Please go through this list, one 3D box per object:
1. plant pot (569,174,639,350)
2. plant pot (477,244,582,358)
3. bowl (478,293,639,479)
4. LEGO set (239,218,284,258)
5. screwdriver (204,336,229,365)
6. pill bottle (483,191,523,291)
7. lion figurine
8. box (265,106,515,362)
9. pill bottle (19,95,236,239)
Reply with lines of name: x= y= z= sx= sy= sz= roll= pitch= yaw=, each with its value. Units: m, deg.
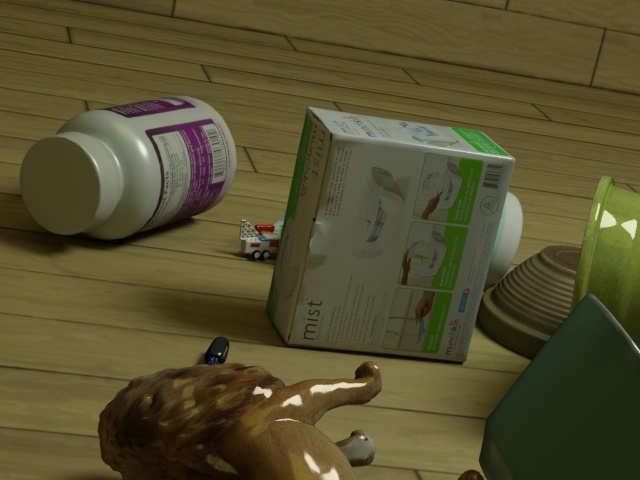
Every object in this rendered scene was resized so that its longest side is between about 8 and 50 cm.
plant pot: x=0.419 y=0.079 z=1.829 sx=0.254 sy=0.276 sz=0.276 roll=9 pitch=16 yaw=15
plant pot: x=0.328 y=0.077 z=2.104 sx=0.237 sy=0.109 sz=0.237 roll=11 pitch=18 yaw=-4
bowl: x=0.248 y=0.216 z=1.391 sx=0.163 sy=0.311 sz=0.311 roll=-32 pitch=20 yaw=4
LEGO set: x=0.000 y=0.000 z=2.209 sx=0.182 sy=0.060 sz=0.244 roll=13 pitch=17 yaw=12
screwdriver: x=-0.119 y=0.139 z=1.740 sx=0.024 sy=0.025 sz=0.170 roll=13 pitch=17 yaw=2
pill bottle: x=0.125 y=-0.034 z=2.180 sx=0.264 sy=0.146 sz=0.146 roll=19 pitch=15 yaw=-17
lion figurine: x=-0.010 y=0.221 z=1.377 sx=0.240 sy=0.142 sz=0.392 roll=-9 pitch=30 yaw=-33
box: x=0.078 y=-0.004 z=1.932 sx=0.231 sy=0.262 sz=0.127 roll=6 pitch=18 yaw=-16
pill bottle: x=-0.251 y=-0.092 z=2.134 sx=0.169 sy=0.169 sz=0.301 roll=20 pitch=19 yaw=24
